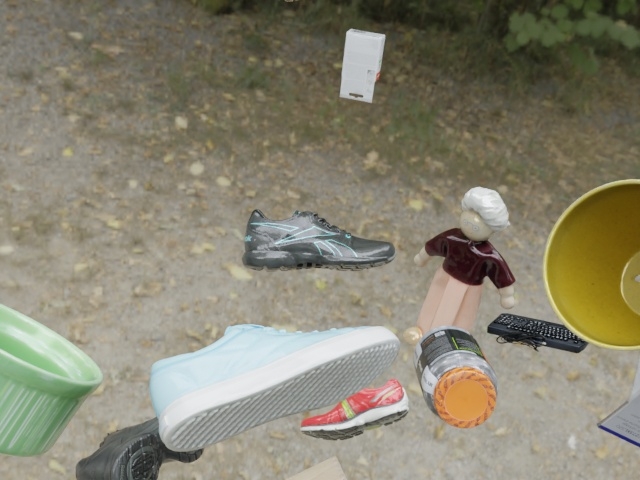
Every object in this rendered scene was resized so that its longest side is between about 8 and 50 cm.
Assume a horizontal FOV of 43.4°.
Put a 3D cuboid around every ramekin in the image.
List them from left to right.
[{"bbox_3d":[-0.515,0.211,1.275,0.303,0.148,0.303,31,-3,2],"label":"ramekin"}]

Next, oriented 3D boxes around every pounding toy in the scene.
[{"bbox_3d":[0.021,0.467,1.383,0.130,0.141,0.100,-24,34,-5],"label":"pounding toy"}]

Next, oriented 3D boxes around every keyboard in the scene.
[{"bbox_3d":[0.408,0.167,1.512,0.192,0.038,0.100,8,31,38],"label":"keyboard"}]

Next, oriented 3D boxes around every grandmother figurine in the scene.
[{"bbox_3d":[0.263,0.062,1.474,0.207,0.343,0.104,22,29,18],"label":"grandmother figurine"}]

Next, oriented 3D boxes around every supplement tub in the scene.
[{"bbox_3d":[0.213,0.215,1.273,0.116,0.117,0.190,10,11,-1],"label":"supplement tub"}]

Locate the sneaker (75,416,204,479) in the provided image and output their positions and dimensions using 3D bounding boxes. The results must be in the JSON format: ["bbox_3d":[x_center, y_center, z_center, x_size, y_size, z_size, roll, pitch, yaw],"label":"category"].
[{"bbox_3d":[-0.300,0.346,1.372,0.130,0.109,0.286,-7,1,25],"label":"sneaker"}]

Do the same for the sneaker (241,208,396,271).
[{"bbox_3d":[0.000,0.000,1.375,0.267,0.106,0.101,1,-8,-9],"label":"sneaker"}]

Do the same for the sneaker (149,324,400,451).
[{"bbox_3d":[-0.067,0.164,1.139,0.365,0.135,0.150,-13,52,-23],"label":"sneaker"}]

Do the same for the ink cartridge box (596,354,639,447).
[{"bbox_3d":[0.452,0.108,0.783,0.175,0.371,0.069,25,41,-6],"label":"ink cartridge box"}]

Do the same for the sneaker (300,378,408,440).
[{"bbox_3d":[0.081,0.414,1.983,0.278,0.107,0.118,-18,60,11],"label":"sneaker"}]

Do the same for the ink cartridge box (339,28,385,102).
[{"bbox_3d":[0.071,-0.300,1.385,0.062,0.115,0.029,13,28,12],"label":"ink cartridge box"}]

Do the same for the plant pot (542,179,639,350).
[{"bbox_3d":[0.263,0.027,0.657,0.095,0.134,0.134,18,19,-50],"label":"plant pot"}]
